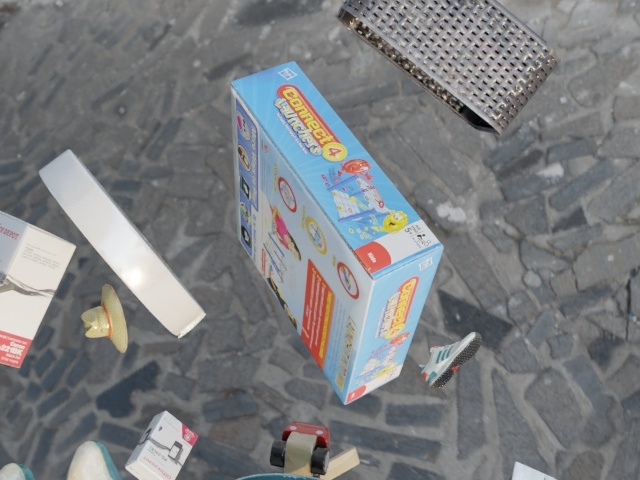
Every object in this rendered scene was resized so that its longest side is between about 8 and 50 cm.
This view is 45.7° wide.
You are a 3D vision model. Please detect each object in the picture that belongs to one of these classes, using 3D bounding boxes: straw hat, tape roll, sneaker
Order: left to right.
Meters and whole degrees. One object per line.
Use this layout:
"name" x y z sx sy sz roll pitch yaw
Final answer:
"straw hat" -0.418 0.154 1.432 0.061 0.144 0.144 -12 50 -30
"tape roll" -0.356 0.007 1.386 0.072 0.392 0.392 -40 55 -10
"sneaker" 0.272 0.242 1.626 0.161 0.057 0.075 -52 49 19

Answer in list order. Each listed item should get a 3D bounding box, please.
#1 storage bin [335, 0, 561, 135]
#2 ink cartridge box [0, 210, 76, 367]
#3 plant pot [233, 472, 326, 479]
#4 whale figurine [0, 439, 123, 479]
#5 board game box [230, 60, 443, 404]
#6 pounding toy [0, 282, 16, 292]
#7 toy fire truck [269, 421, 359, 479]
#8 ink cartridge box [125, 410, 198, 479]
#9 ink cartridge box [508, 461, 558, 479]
"storage bin" 0.111 -0.184 0.689 0.180 0.122 0.084 37 98 -8
"ink cartridge box" -0.639 0.093 1.548 0.197 0.114 0.272 15 81 47
"plant pot" -0.049 0.558 1.327 0.293 0.293 0.196 10 94 28
"whale figurine" -0.283 0.335 0.850 0.272 0.141 0.216 -49 67 19
"board game box" 0.000 0.000 0.920 0.086 0.308 0.302 -25 61 -20
"pounding toy" -0.589 0.077 1.256 0.141 0.130 0.100 -11 65 -28
"toy fire truck" -0.007 0.494 1.676 0.159 0.246 0.216 6 106 11
"ink cartridge box" -0.377 0.503 1.810 0.063 0.109 0.150 -34 20 39
"ink cartridge box" 0.407 0.464 1.409 0.115 0.029 0.062 23 41 7
